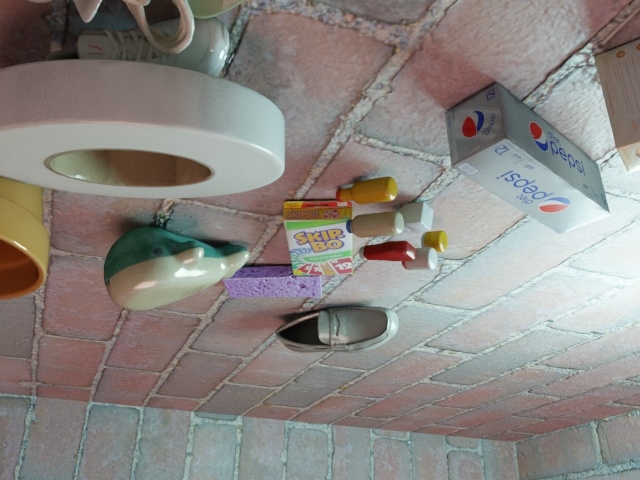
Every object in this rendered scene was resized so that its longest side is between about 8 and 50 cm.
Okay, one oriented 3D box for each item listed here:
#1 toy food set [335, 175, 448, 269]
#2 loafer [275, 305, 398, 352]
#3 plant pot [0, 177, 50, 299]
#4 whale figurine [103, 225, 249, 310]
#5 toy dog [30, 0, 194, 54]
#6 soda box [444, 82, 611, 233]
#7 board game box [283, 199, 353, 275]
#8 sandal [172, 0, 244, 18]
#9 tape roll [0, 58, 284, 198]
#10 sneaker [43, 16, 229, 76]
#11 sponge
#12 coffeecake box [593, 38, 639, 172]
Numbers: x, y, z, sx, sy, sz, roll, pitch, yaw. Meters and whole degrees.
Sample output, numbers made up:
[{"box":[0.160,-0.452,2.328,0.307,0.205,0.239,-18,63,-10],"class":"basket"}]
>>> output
[{"box":[0.124,-0.015,1.123,0.105,0.111,0.232,-4,156,36],"class":"toy food set"},{"box":[0.035,0.219,1.568,0.319,0.112,0.111,-17,156,31],"class":"loafer"},{"box":[-0.534,-0.060,0.940,0.291,0.203,0.291,1,153,0],"class":"plant pot"},{"box":[-0.277,0.037,1.237,0.272,0.141,0.216,-12,162,-34],"class":"whale figurine"},{"box":[-0.203,-0.277,0.528,0.220,0.161,0.333,35,142,-4],"class":"toy dog"},{"box":[0.306,-0.109,0.942,0.286,0.098,0.091,23,144,-37],"class":"soda box"},{"box":[0.000,0.000,1.233,0.124,0.039,0.259,-1,150,2],"class":"board game box"},{"box":[-0.035,-0.293,0.605,0.303,0.086,0.120,-17,148,30],"class":"sandal"},{"box":[-0.240,-0.123,0.823,0.392,0.072,0.392,-1,173,0],"class":"tape roll"},{"box":[-0.217,-0.205,0.742,0.232,0.090,0.115,-13,173,22],"class":"sneaker"},{"box":[-0.103,0.091,1.403,0.210,0.031,0.117,-1,155,0],"class":"sponge"},{"box":[0.435,-0.180,0.754,0.185,0.142,0.068,-17,148,31],"class":"coffeecake box"}]
